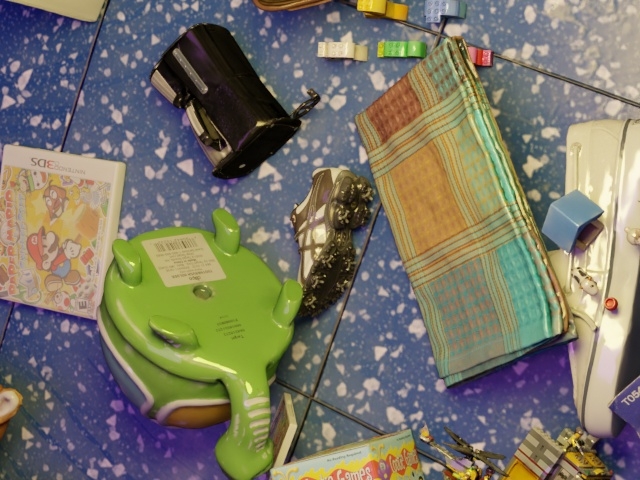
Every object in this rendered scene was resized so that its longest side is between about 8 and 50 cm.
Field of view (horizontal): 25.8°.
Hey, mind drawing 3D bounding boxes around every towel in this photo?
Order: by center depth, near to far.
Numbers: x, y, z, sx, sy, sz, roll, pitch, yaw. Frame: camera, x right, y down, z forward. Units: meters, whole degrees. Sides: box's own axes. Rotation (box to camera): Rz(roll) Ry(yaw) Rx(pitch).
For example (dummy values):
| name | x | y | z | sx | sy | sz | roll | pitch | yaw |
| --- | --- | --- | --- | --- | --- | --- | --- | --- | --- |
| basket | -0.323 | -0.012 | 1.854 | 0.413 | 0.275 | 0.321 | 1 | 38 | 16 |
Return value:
| name | x | y | z | sx | sy | sz | roll | pitch | yaw |
| --- | --- | --- | --- | --- | --- | --- | --- | --- | --- |
| towel | 0.157 | -0.023 | 1.659 | 0.271 | 0.040 | 0.370 | -36 | 71 | 59 |

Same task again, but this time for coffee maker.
| name | x | y | z | sx | sy | sz | roll | pitch | yaw |
| --- | --- | --- | --- | --- | --- | --- | --- | --- | --- |
| coffee maker | -0.114 | -0.197 | 1.842 | 0.171 | 0.120 | 0.178 | -34 | 76 | -1 |

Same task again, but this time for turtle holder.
| name | x | y | z | sx | sy | sz | roll | pitch | yaw |
| --- | --- | --- | --- | --- | --- | --- | --- | --- | --- |
| turtle holder | -0.143 | 0.138 | 1.786 | 0.320 | 0.243 | 0.227 | 33 | 131 | 14 |

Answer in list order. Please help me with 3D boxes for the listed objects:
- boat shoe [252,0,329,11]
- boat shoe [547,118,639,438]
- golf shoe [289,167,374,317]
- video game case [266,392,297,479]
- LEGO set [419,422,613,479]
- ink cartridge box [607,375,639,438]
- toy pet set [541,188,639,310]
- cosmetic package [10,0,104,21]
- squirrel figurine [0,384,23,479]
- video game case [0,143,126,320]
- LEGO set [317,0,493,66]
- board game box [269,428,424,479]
| name | x | y | z | sx | sy | sz | roll | pitch | yaw |
| --- | --- | --- | --- | --- | --- | --- | --- | --- | --- |
| boat shoe | 0.071 | -0.356 | 1.687 | 0.342 | 0.123 | 0.123 | -15 | 121 | 10 |
| boat shoe | 0.297 | 0.038 | 1.615 | 0.156 | 0.136 | 0.367 | 5 | 90 | 26 |
| golf shoe | 0.000 | 0.000 | 1.806 | 0.094 | 0.077 | 0.198 | 27 | 100 | 40 |
| video game case | -0.053 | 0.256 | 1.806 | 0.011 | 0.122 | 0.087 | 18 | 100 | -9 |
| LEGO set | 0.260 | 0.317 | 1.555 | 0.255 | 0.331 | 0.192 | 43 | 108 | 41 |
| ink cartridge box | 0.466 | 0.184 | 1.513 | 0.224 | 0.045 | 0.223 | 38 | 111 | -17 |
| toy pet set | 0.306 | -0.006 | 1.517 | 0.114 | 0.065 | 0.122 | 43 | 99 | 29 |
| cosmetic package | -0.438 | -0.551 | 1.870 | 0.329 | 0.327 | 0.393 | 27 | 101 | 24 |
| squirrel figurine | -0.530 | 0.369 | 1.934 | 0.397 | 0.370 | 0.281 | 40 | 149 | -5 |
| video game case | -0.383 | -0.014 | 2.014 | 0.206 | 0.026 | 0.227 | 10 | 95 | 26 |
| LEGO set | 0.093 | -0.266 | 1.735 | 0.227 | 0.093 | 0.087 | 5 | 92 | 27 |
| board game box | 0.062 | 0.390 | 1.728 | 0.142 | 0.144 | 0.275 | -19 | 83 | 25 |
